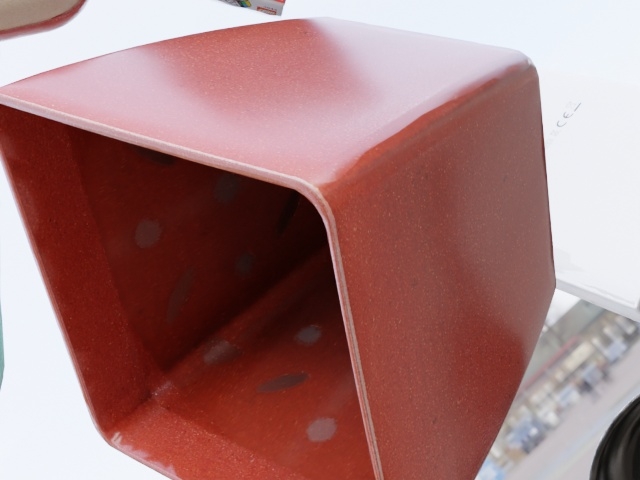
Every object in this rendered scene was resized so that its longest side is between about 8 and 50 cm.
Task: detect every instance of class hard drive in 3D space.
[{"bbox_3d":[0.275,-0.060,1.275,0.233,0.047,0.353,-52,31,-8],"label":"hard drive"}]

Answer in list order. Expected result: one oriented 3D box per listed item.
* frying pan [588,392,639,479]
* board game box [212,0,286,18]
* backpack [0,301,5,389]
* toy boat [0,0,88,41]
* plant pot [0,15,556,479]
[{"bbox_3d":[0.291,0.109,0.875,0.053,0.197,0.326,-87,-2,-70],"label":"frying pan"},{"bbox_3d":[-0.087,-0.367,1.090,0.053,0.193,0.305,134,150,-83],"label":"board game box"},{"bbox_3d":[-0.188,-0.015,0.358,0.188,0.165,0.144,5,-22,-25],"label":"backpack"},{"bbox_3d":[-0.292,-0.205,0.987,0.231,0.151,0.151,-13,-16,-9],"label":"toy boat"},{"bbox_3d":[0.000,0.000,0.759,0.236,0.267,0.267,-37,-50,-36],"label":"plant pot"}]
